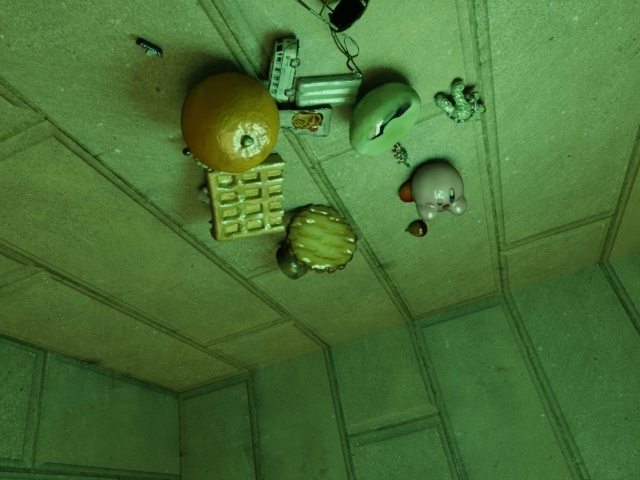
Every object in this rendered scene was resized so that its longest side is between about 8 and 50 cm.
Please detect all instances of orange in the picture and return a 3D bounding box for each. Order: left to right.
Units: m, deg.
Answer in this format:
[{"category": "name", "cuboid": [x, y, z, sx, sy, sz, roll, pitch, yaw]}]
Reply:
[{"category": "orange", "cuboid": [-0.274, -0.359, 1.511, 0.312, 0.312, 0.312, -9, 148, -5]}]

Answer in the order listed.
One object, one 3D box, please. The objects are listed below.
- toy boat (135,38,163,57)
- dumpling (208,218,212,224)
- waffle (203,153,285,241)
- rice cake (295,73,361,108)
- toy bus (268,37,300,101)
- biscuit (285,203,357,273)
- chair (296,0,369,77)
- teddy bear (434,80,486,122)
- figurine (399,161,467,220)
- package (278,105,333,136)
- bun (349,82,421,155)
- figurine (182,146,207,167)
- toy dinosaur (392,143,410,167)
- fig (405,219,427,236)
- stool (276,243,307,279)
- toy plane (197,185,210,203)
[{"category": "toy boat", "cuboid": [-0.486, -0.542, 1.391, 0.083, 0.038, 0.038, 20, 136, -41]}, {"category": "dumpling", "cuboid": [-0.365, -0.127, 2.025, 0.219, 0.152, 0.108, -19, 125, -5]}, {"category": "waffle", "cuboid": [-0.288, -0.155, 1.892, 0.304, 0.077, 0.348, -11, 126, -18]}, {"category": "rice cake", "cuboid": [0.022, -0.496, 1.633, 0.211, 0.038, 0.124, -4, 147, -11]}, {"category": "toy bus", "cuboid": [-0.113, -0.527, 1.499, 0.089, 0.087, 0.194, 6, 146, -10]}, {"category": "biscuit", "cuboid": [0.000, 0.000, 2.141, 0.326, 0.325, 0.107, 0, 153, -18]}, {"category": "chair", "cuboid": [0.069, -0.627, 1.342, 0.170, 0.159, 0.326, -31, 139, 29]}, {"category": "teddy bear", "cuboid": [0.524, -0.477, 1.765, 0.213, 0.111, 0.133, 17, 141, -36]}, {"category": "figurine", "cuboid": [0.485, -0.230, 2.070, 0.270, 0.261, 0.211, -10, 120, -1]}, {"category": "package", "cuboid": [-0.081, -0.414, 1.707, 0.239, 0.030, 0.154, 0, 156, -4]}, {"category": "bun", "cuboid": [0.202, -0.432, 1.676, 0.283, 0.179, 0.283, -36, 164, -12]}, {"category": "figurine", "cuboid": [-0.409, -0.336, 1.688, 0.147, 0.093, 0.197, -20, 148, -7]}, {"category": "toy dinosaur", "cuboid": [0.327, -0.341, 1.970, 0.055, 0.049, 0.154, -27, 140, 17]}, {"category": "fig", "cuboid": [0.471, -0.056, 2.449, 0.125, 0.089, 0.089, -8, 155, 35]}, {"category": "stool", "cuboid": [-0.058, 0.053, 2.336, 0.264, 0.179, 0.179, -31, 143, 26]}, {"category": "toy plane", "cuboid": [-0.401, -0.191, 1.932, 0.174, 0.080, 0.174, -12, 167, -3]}]
